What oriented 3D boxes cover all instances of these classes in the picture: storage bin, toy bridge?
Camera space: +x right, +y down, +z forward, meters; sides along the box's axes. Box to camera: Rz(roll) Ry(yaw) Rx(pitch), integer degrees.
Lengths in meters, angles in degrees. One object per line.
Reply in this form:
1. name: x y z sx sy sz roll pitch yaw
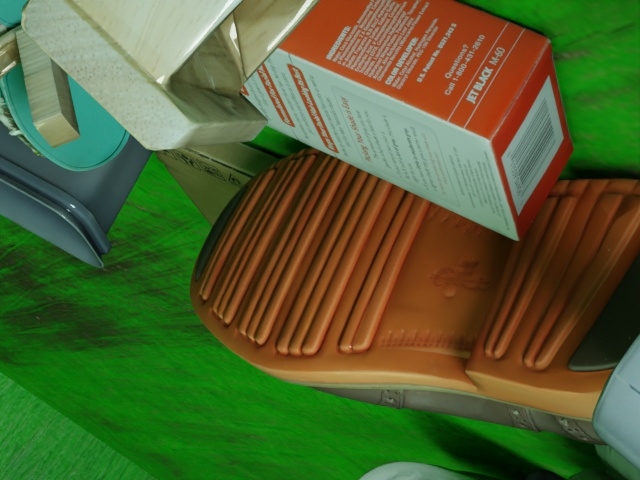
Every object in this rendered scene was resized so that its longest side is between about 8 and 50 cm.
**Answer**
1. storage bin: -0.165 -0.057 1.055 0.135 0.091 0.098 29 164 18
2. toy bridge: -0.131 -0.076 0.830 0.026 0.188 0.063 58 -166 -59

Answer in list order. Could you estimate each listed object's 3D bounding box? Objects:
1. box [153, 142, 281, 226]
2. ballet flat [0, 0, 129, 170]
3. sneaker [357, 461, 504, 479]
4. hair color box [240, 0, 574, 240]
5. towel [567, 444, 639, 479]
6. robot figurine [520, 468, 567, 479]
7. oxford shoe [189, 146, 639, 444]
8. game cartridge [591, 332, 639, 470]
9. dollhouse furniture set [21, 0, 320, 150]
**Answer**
1. box: 0.000 0.000 1.034 0.201 0.021 0.164 24 162 30
2. ballet flat: -0.154 -0.127 0.877 0.077 0.091 0.241 59 175 31
3. sneaker: 0.200 0.261 1.301 0.366 0.135 0.150 28 -175 21
4. hair color box: 0.017 -0.071 0.720 0.167 0.053 0.093 25 164 23
5. towel: 0.275 0.201 0.795 0.320 0.090 0.374 29 180 0
6. robot figurine: 0.228 0.263 1.120 0.278 0.174 0.209 30 168 10
7. oxford shoe: 0.070 0.040 0.828 0.132 0.130 0.363 36 166 -37
8. game cartridge: 0.224 0.103 0.602 0.294 0.060 0.196 18 -159 -48
9. dollhouse furniture set: 0.084 -0.025 0.393 0.242 0.161 0.212 43 -172 3
